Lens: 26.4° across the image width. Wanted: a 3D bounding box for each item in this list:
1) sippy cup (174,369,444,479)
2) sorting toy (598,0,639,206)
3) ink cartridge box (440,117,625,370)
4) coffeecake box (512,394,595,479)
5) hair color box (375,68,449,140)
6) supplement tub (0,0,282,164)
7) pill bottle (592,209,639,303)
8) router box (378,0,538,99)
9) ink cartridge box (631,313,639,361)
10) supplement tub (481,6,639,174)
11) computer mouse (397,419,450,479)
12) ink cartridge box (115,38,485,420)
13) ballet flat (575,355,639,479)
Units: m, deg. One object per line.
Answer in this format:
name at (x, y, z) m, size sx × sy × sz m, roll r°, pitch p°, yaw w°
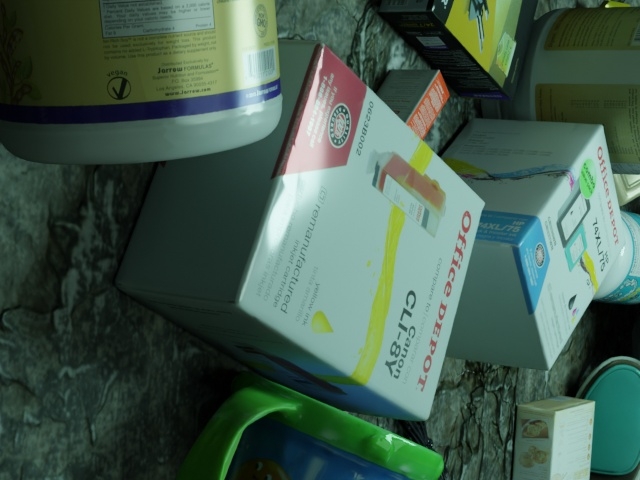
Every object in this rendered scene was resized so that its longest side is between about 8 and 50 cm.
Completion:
sippy cup at (-0.020, 0.281, 1.412) m, size 0.306 × 0.240 × 0.224 m, roll 25°, pitch 84°, yaw -14°
sorting toy at (0.484, -0.233, 2.102) m, size 0.229 × 0.041 × 0.307 m, roll -28°, pitch 107°, yaw -12°
ink cartridge box at (0.240, -0.003, 1.745) m, size 0.270 × 0.197 × 0.198 m, roll -50°, pitch 133°, yaw -40°
coffeecake box at (0.352, 0.338, 2.066) m, size 0.142 × 0.068 × 0.185 m, roll -1°, pitch 95°, yaw -55°
hair color box at (0.091, -0.144, 1.623) m, size 0.141 × 0.072 × 0.043 m, roll -57°, pitch 137°, yaw -32°
supplement tub at (-0.160, -0.241, 1.103) m, size 0.241 × 0.241 × 0.331 m, roll -21°, pitch 111°, yaw -52°
pill bottle at (0.421, 0.020, 2.053) m, size 0.264 × 0.146 × 0.146 m, roll 8°, pitch 88°, yaw -54°
router box at (0.200, -0.368, 1.738) m, size 0.243 × 0.081 × 0.308 m, roll 34°, pitch 67°, yaw -52°
ink cartridge box at (0.581, 0.063, 2.248) m, size 0.308 × 0.091 × 0.385 m, roll 90°, pitch 2°, yaw -69°
supplement tub at (0.400, -0.202, 1.841) m, size 0.228 × 0.316 × 0.228 m, roll -11°, pitch 104°, yaw -54°
computer mouse at (0.089, 0.337, 1.703) m, size 0.184 × 0.060 × 0.262 m, roll 64°, pitch 34°, yaw -31°
ink cartridge box at (0.000, 0.000, 1.434) m, size 0.385 × 0.160 × 0.279 m, roll 37°, pitch 64°, yaw -51°
ballet flat at (0.459, 0.370, 2.195) m, size 0.139 × 0.139 × 0.400 m, roll -9°, pitch 106°, yaw -54°
